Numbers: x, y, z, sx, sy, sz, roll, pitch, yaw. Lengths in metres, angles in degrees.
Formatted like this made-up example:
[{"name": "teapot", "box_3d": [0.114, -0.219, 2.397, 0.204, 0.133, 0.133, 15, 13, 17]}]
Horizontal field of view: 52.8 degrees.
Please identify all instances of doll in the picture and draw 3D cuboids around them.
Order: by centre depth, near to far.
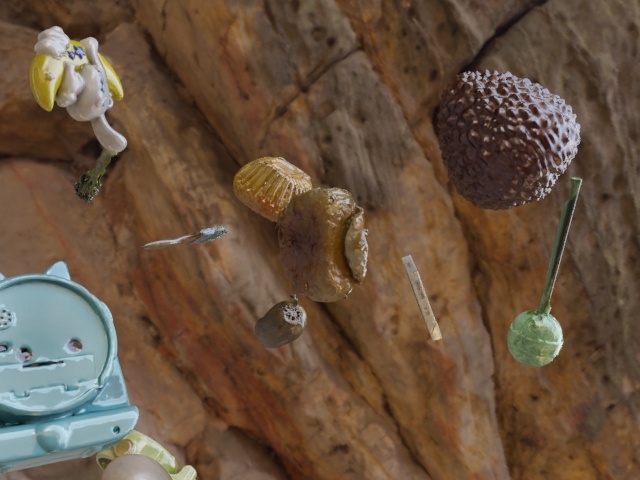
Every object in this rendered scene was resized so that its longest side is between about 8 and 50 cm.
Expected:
[{"name": "doll", "box_3d": [-0.532, -0.345, 1.438, 0.237, 0.111, 0.252, 25, 52, -57]}]

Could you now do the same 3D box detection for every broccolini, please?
[{"name": "broccolini", "box_3d": [-0.620, -0.181, 1.784, 0.392, 0.079, 0.074, -22, -88, 62]}]

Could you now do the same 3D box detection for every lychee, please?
[{"name": "lychee", "box_3d": [0.319, -0.186, 1.150, 0.271, 0.271, 0.271, 49, 1, -1]}]

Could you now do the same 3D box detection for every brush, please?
[{"name": "brush", "box_3d": [-0.273, -0.001, 1.290, 0.196, 0.070, 0.021, -15, 82, -48]}]

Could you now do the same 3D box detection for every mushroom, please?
[{"name": "mushroom", "box_3d": [-0.384, 0.563, 1.355, 0.226, 0.178, 0.226, 54, -6, 8]}]

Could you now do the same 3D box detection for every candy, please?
[{"name": "candy", "box_3d": [0.507, 0.076, 1.407, 0.119, 0.439, 0.119, 8, 19, -3]}]

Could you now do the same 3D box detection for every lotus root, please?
[{"name": "lotus root", "box_3d": [-0.123, 0.263, 1.989, 0.123, 0.124, 0.241, 53, -34, 3]}]

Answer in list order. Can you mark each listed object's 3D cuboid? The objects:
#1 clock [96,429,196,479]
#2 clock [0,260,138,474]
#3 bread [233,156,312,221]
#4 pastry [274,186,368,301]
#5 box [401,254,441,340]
[{"name": "clock", "box_3d": [-0.485, 0.586, 1.699, 0.308, 0.096, 0.235, 34, -37, -2]}, {"name": "clock", "box_3d": [-0.366, 0.146, 0.823, 0.224, 0.094, 0.274, -3, 67, -37]}, {"name": "bread", "box_3d": [-0.120, -0.133, 1.731, 0.240, 0.139, 0.240, 30, 15, -9]}, {"name": "pastry", "box_3d": [0.000, 0.000, 1.186, 0.100, 0.218, 0.229, -3, 27, -31]}, {"name": "box", "box_3d": [0.213, 0.122, 1.359, 0.090, 0.024, 0.166, -98, 166, -68]}]
